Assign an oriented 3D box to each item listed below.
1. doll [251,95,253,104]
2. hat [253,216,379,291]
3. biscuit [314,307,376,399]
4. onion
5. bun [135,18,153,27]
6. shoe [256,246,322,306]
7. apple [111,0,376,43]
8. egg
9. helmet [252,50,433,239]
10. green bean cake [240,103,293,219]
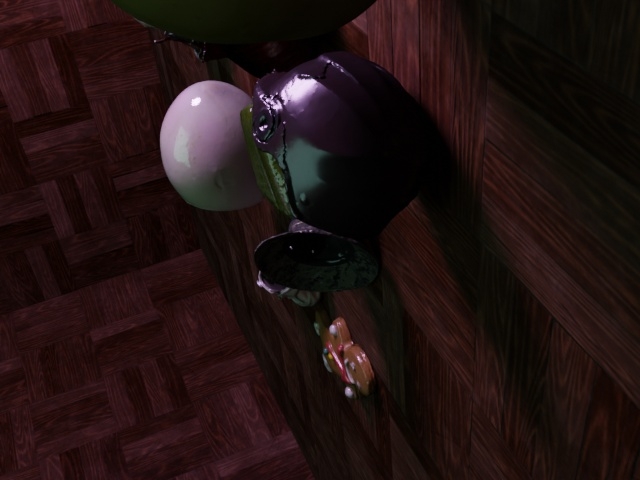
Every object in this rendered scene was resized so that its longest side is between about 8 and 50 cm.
[{"bbox_3d":[-0.126,-0.331,1.795,0.078,0.077,0.113,74,169,-46],"label":"doll"},{"bbox_3d":[0.000,0.000,1.586,0.265,0.265,0.128,97,-177,-59],"label":"hat"},{"bbox_3d":[0.053,0.287,1.973,0.340,0.047,0.216,-144,37,-67],"label":"biscuit"},{"bbox_3d":[-0.140,-0.382,1.414,0.273,0.285,0.273,52,177,3],"label":"onion"},{"bbox_3d":[-0.406,-0.714,2.063,0.362,0.234,0.326,-29,86,60],"label":"bun"},{"bbox_3d":[-0.083,0.097,2.018,0.316,0.159,0.124,103,144,-59],"label":"shoe"},{"bbox_3d":[-0.076,-0.435,0.789,0.473,0.473,0.473,161,90,-76],"label":"apple"},{"bbox_3d":[-0.251,-0.233,1.967,0.283,0.283,0.345,-123,17,-44],"label":"egg"},{"bbox_3d":[0.042,-0.162,1.139,0.177,0.225,0.305,-37,71,45],"label":"helmet"},{"bbox_3d":[-0.069,-0.180,1.689,0.222,0.125,0.248,40,149,61],"label":"green bean cake"}]
